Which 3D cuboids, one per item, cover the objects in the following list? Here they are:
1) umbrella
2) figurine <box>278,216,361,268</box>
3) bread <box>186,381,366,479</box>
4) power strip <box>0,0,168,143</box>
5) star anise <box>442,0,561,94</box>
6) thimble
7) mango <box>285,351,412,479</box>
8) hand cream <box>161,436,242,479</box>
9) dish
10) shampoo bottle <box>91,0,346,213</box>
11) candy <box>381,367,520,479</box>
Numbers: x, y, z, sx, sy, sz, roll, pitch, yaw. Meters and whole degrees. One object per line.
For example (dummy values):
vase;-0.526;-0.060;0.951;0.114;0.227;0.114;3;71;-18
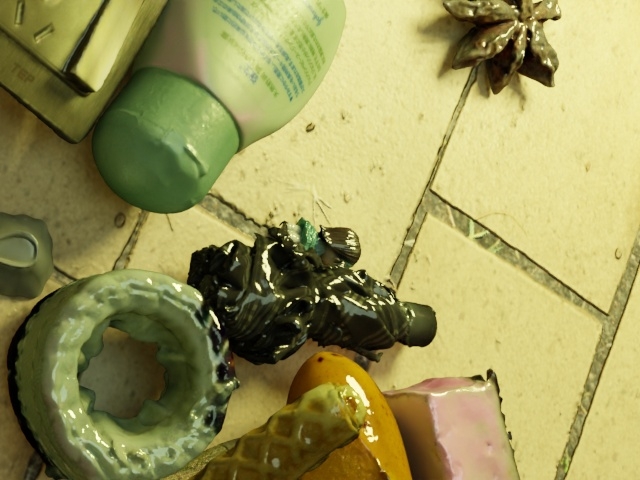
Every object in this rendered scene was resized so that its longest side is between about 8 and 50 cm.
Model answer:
umbrella;0.001;0.090;1.989;0.336;0.128;0.154;24;68;-31
figurine;0.000;0.000;2.050;0.106;0.047;0.060;14;33;-25
bread;-0.106;0.273;1.821;0.367;0.084;0.077;-37;83;4
power strip;-0.277;-0.265;1.789;0.251;0.092;0.257;40;72;-45
star anise;0.243;-0.304;2.226;0.209;0.089;0.231;-18;104;-41
thimble;-0.212;0.149;1.815;0.237;0.150;0.237;2;86;-23
mango;0.026;0.267;1.934;0.160;0.191;0.290;-7;88;3
hand cream;-0.155;0.273;1.892;0.203;0.084;0.084;-10;87;-26
dish;-0.339;0.011;1.829;0.137;0.039;0.091;7;79;-33
shampoo bottle;-0.123;-0.181;1.934;0.222;0.151;0.349;49;59;-30
candy;0.153;0.293;2.032;0.116;0.155;0.265;-16;91;-38
